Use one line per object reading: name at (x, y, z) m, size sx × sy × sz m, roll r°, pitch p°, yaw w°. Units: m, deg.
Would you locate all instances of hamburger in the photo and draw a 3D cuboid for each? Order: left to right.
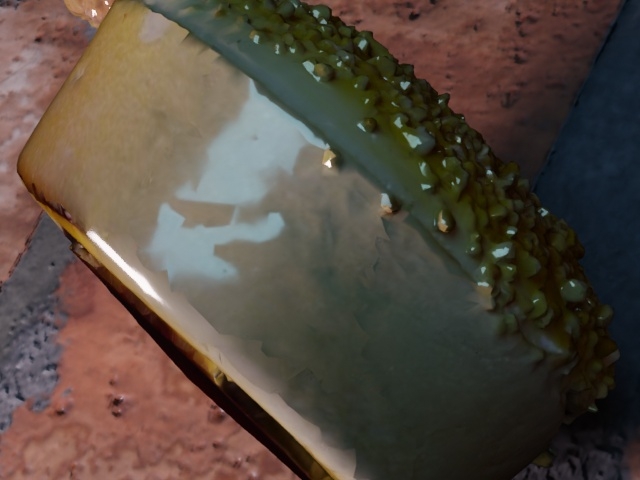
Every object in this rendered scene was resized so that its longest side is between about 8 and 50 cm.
hamburger at (0.000, 0.000, 0.668) m, size 0.170 × 0.302 × 0.302 m, roll -46°, pitch 51°, yaw -9°

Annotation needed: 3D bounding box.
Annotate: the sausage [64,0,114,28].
sausage at (-0.095, -0.264, 0.990) m, size 0.109 × 0.109 × 0.270 m, roll 7°, pitch 65°, yaw 32°
